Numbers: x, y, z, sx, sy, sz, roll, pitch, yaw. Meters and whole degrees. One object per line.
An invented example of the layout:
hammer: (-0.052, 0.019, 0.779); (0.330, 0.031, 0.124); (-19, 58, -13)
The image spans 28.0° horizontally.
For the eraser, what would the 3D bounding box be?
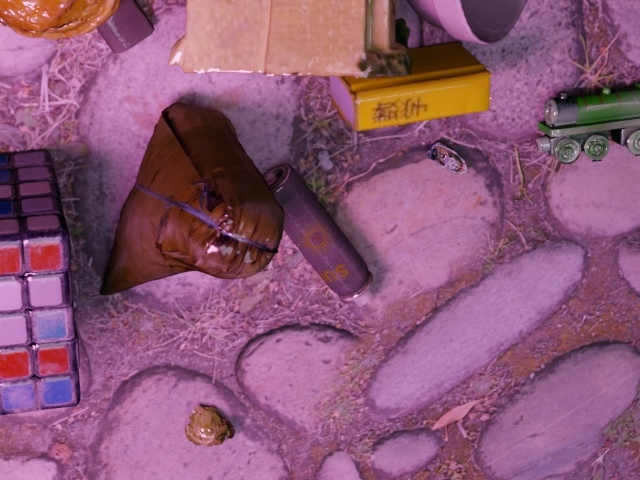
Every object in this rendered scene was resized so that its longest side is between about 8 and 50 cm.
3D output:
eraser: (0.131, -0.231, 1.928); (0.226, 0.158, 0.069); (-10, 121, -10)

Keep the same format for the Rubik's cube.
Rubik's cube: (-0.501, 0.064, 1.828); (0.293, 0.287, 0.292); (-5, 118, -14)

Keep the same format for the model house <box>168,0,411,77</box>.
model house: (-0.031, -0.361, 1.765); (0.321, 0.261, 0.266); (2, 106, 8)

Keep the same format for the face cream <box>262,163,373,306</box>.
face cream: (0.000, 0.000, 2.057); (0.073, 0.073, 0.283); (-36, 120, 4)

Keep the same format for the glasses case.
glasses case: (-0.312, -0.356, 1.810); (0.072, 0.042, 0.190); (-36, 120, -5)

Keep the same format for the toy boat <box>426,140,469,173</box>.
toy boat: (0.208, -0.130, 2.070); (0.083, 0.038, 0.038); (29, 106, -25)

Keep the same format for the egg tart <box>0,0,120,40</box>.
egg tart: (-0.382, -0.360, 1.717); (0.241, 0.106, 0.241); (6, 132, 7)

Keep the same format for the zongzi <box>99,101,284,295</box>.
zongzi: (-0.210, 0.020, 1.876); (0.160, 0.323, 0.360); (21, 113, -32)

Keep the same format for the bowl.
bowl: (0.193, -0.426, 1.814); (0.287, 0.144, 0.287); (-26, 122, -54)

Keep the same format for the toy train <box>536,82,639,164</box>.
toy train: (0.471, -0.196, 2.087); (0.251, 0.085, 0.119); (-8, 113, -14)

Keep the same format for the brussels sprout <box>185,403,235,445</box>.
brussels sprout: (-0.185, 0.323, 2.184); (0.085, 0.058, 0.085); (-17, 134, -19)
